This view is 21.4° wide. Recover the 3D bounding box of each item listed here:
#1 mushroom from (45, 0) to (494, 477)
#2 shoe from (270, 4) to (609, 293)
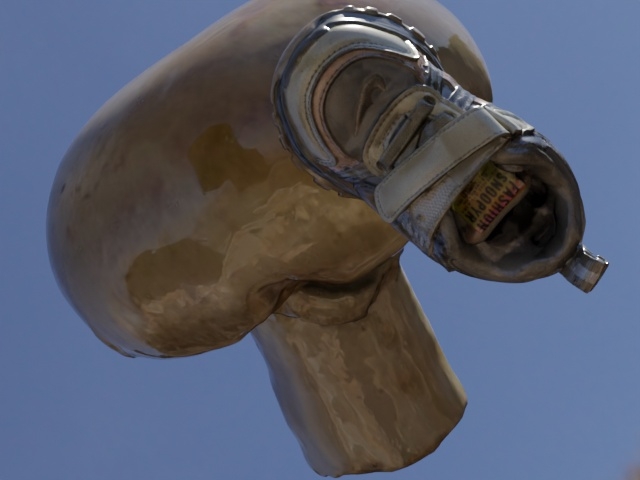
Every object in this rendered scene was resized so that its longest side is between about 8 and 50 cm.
[{"bbox_3d":[0.000,0.000,1.022,0.292,0.290,0.292,-31,11,7],"label":"mushroom"},{"bbox_3d":[0.057,-0.031,0.789,0.180,0.092,0.089,33,-79,-27],"label":"shoe"}]
